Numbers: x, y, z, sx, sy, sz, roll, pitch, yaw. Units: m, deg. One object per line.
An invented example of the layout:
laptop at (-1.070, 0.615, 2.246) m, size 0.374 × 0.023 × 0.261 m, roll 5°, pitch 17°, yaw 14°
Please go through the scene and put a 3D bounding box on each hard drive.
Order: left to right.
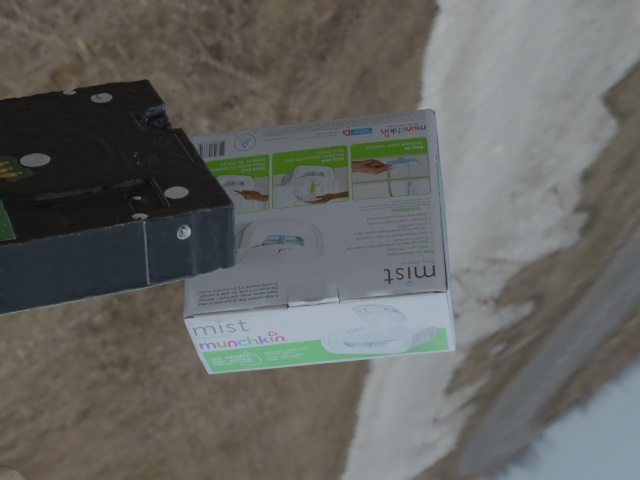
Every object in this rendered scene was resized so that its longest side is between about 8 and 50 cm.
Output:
hard drive at (-0.256, -0.025, 1.063) m, size 0.339 × 0.237 × 0.064 m, roll -10°, pitch 122°, yaw -19°

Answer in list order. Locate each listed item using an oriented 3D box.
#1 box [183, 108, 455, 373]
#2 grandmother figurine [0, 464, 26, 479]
box at (0.000, 0.000, 1.497) m, size 0.262 × 0.231 × 0.127 m, roll -6°, pitch 146°, yaw 6°
grandmother figurine at (-0.167, 0.139, 0.525) m, size 0.104 × 0.342 × 0.208 m, roll -20°, pitch -177°, yaw 34°
